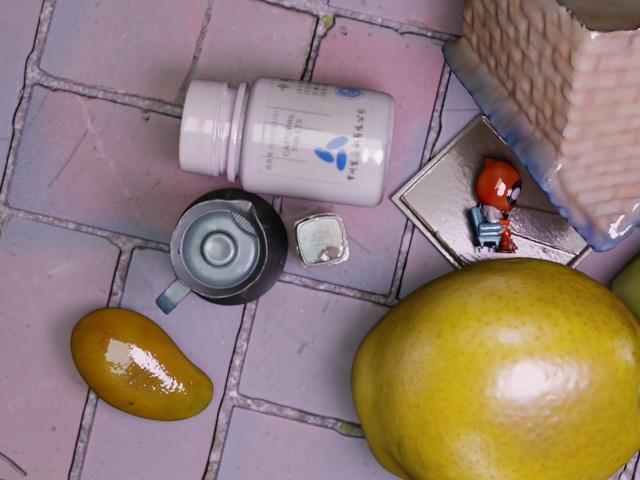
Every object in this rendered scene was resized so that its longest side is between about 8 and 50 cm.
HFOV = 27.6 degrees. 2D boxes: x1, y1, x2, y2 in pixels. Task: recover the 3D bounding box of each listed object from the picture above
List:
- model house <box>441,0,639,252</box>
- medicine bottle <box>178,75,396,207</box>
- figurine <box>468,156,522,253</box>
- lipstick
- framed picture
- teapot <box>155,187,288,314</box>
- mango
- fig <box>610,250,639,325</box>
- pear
[{"bbox_3d":[0.409,-0.236,1.766,0.445,0.395,0.400,-12,130,-20],"label":"model house"},{"bbox_3d":[-0.045,-0.145,1.852,0.293,0.170,0.170,7,91,1],"label":"medicine bottle"},{"bbox_3d":[0.253,-0.052,1.888,0.075,0.068,0.140,2,84,3],"label":"figurine"},{"bbox_3d":[0.000,0.000,1.812,0.077,0.253,0.079,-12,89,1],"label":"lipstick"},{"bbox_3d":[0.260,-0.030,1.927,0.192,0.018,0.265,-42,90,1],"label":"framed picture"},{"bbox_3d":[-0.145,0.021,1.827,0.171,0.225,0.203,44,91,0],"label":"teapot"},{"bbox_3d":[-0.262,0.187,1.900,0.227,0.099,0.136,34,84,-9],"label":"mango"},{"bbox_3d":[0.522,0.079,1.797,0.230,0.207,0.207,-38,91,19],"label":"fig"},{"bbox_3d":[0.243,0.197,1.759,0.418,0.362,0.362,-11,91,34],"label":"pear"}]
